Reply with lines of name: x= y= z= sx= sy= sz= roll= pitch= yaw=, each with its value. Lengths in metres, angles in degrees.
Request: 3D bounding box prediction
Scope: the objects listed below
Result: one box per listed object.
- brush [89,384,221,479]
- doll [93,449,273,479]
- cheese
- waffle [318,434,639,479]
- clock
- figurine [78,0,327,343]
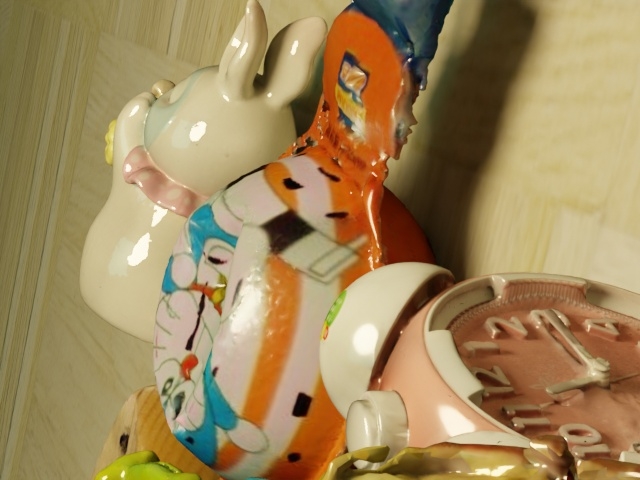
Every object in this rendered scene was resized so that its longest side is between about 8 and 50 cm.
brush: x=-0.168 y=0.222 z=1.127 sx=0.174 sy=0.166 sz=0.266 roll=-157 pitch=79 yaw=-67
doll: x=-0.012 y=0.275 z=0.809 sx=0.341 sy=0.099 sz=0.346 roll=-7 pitch=93 yaw=54
cheese: x=0.000 y=0.000 z=0.844 sx=0.217 sy=0.129 sz=0.329 roll=-125 pitch=48 yaw=-58
waffle: x=0.122 y=0.154 z=0.409 sx=0.309 sy=0.065 sz=0.283 roll=45 pitch=130 yaw=12
clock: x=0.084 y=0.077 z=0.572 sx=0.166 sy=0.162 sz=0.092 roll=-116 pitch=38 yaw=-55
figurine: x=-0.075 y=-0.055 z=1.070 sx=0.155 sy=0.127 sz=0.235 roll=-116 pitch=44 yaw=-69
